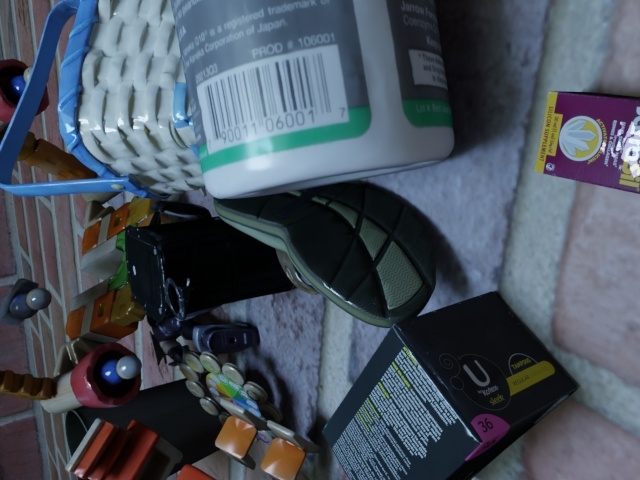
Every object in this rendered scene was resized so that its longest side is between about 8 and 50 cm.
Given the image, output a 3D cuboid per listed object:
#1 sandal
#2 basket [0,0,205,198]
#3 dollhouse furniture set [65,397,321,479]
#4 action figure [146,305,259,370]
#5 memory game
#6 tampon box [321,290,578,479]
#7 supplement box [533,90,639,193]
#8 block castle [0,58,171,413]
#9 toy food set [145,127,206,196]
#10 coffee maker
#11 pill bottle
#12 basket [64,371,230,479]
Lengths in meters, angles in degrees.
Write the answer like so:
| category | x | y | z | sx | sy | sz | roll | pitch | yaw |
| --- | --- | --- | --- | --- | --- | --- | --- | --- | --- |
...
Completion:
| category | x | y | z | sx | sy | sz | roll | pitch | yaw |
| --- | --- | --- | --- | --- | --- | --- | --- | --- | --- |
| sandal | 0.000 | -0.001 | 0.570 | 0.302 | 0.120 | 0.086 | 32 | 147 | 47 |
| basket | -0.205 | -0.162 | 0.608 | 0.288 | 0.201 | 0.255 | 6 | 74 | 15 |
| dollhouse furniture set | -0.167 | 0.314 | 0.672 | 0.259 | 0.262 | 0.135 | 14 | 154 | 31 |
| action figure | -0.211 | 0.124 | 0.891 | 0.285 | 0.099 | 0.186 | -7 | 101 | 57 |
| memory game | -0.130 | 0.228 | 0.805 | 0.186 | 0.012 | 0.186 | 22 | 136 | 22 |
| tampon box | 0.096 | 0.139 | 0.456 | 0.101 | 0.120 | 0.161 | 54 | 138 | 30 |
| supplement box | 0.184 | -0.062 | 0.348 | 0.083 | 0.043 | 0.055 | 24 | 117 | 47 |
| block castle | -0.379 | 0.000 | 0.791 | 0.212 | 0.303 | 0.454 | -24 | 54 | 31 |
| toy food set | -0.204 | -0.150 | 0.830 | 0.217 | 0.071 | 0.128 | 29 | 146 | 48 |
| coffee maker | -0.117 | 0.032 | 0.661 | 0.171 | 0.178 | 0.120 | 44 | 133 | 40 |
| pill bottle | -0.021 | -0.224 | 0.439 | 0.204 | 0.204 | 0.361 | -4 | 96 | 53 |
| basket | -0.262 | 0.305 | 0.892 | 0.204 | 0.226 | 0.154 | -14 | 89 | 54 |
